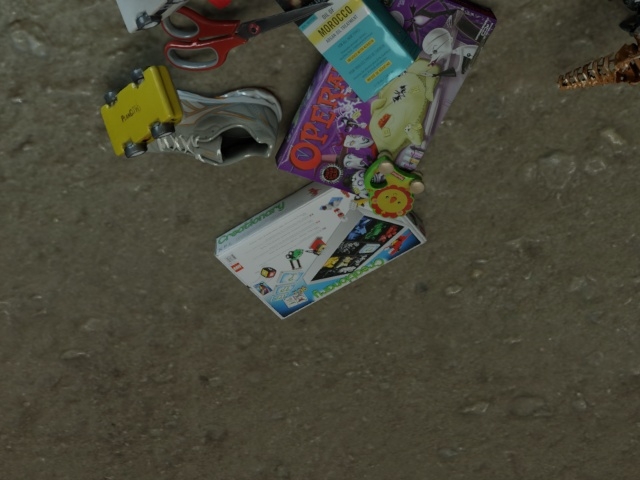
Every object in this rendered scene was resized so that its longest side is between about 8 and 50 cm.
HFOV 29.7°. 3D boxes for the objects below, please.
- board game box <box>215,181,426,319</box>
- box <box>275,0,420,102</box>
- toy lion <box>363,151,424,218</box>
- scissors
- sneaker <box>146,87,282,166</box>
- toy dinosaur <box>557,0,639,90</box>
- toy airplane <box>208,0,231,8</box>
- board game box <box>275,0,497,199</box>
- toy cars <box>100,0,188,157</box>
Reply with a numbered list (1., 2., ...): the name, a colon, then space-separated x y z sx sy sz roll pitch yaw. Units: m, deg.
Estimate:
1. board game box: 0.000 0.000 2.043 0.305 0.053 0.193 -29 126 20
2. box: 0.024 -0.321 1.694 0.100 0.060 0.244 -38 101 26
3. toy lion: 0.107 -0.079 1.878 0.100 0.034 0.096 30 123 -24
4. scissors: -0.103 -0.293 1.726 0.297 0.021 0.109 2 128 25
5. sneaker: -0.189 -0.164 1.839 0.262 0.121 0.099 -7 132 4
6. toy dinosaur: 0.487 -0.306 1.693 0.322 0.218 0.164 -11 132 6
7. toy airplane: -0.163 -0.388 1.702 0.151 0.028 0.151 -1 131 -1
8. board game box: 0.094 -0.226 1.820 0.208 0.056 0.347 19 119 -15
9. toy cars: -0.227 -0.277 1.715 0.087 0.176 0.393 -19 136 -36
